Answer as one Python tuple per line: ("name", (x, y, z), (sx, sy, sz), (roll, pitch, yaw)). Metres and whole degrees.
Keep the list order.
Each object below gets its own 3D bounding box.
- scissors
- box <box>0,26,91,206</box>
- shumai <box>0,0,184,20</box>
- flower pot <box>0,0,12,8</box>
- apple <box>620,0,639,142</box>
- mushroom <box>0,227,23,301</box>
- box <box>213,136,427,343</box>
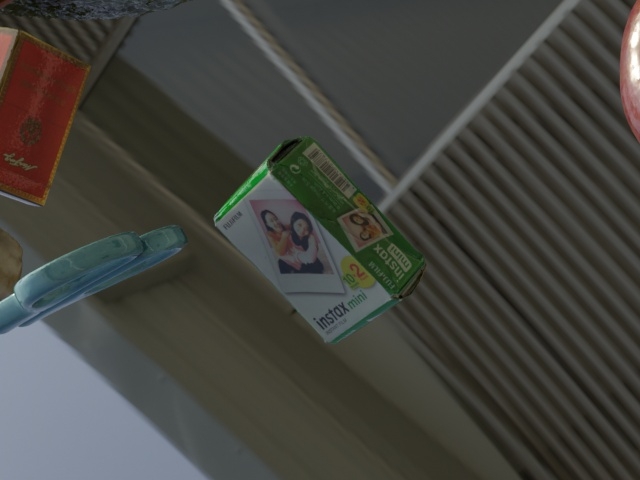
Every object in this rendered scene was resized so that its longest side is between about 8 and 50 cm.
("scissors", (-0.330, 0.088, 1.231), (0.029, 0.447, 0.192), (65, -154, 3))
("box", (-0.460, -0.187, 1.911), (0.074, 0.240, 0.153), (14, 173, 34))
("shumai", (-0.335, -0.465, 1.663), (0.324, 0.397, 0.324), (0, -90, -73))
("flower pot", (-0.378, -0.324, 1.212), (0.190, 0.190, 0.173), (-14, -103, -50))
("apple", (0.254, -0.103, 0.746), (0.120, 0.153, 0.153), (13, -136, -33))
("mushroom", (-0.537, 0.050, 1.682), (0.290, 0.297, 0.298), (8, -134, -50))
("box", (0.000, 0.000, 1.618), (0.250, 0.180, 0.103), (47, -131, -2))
